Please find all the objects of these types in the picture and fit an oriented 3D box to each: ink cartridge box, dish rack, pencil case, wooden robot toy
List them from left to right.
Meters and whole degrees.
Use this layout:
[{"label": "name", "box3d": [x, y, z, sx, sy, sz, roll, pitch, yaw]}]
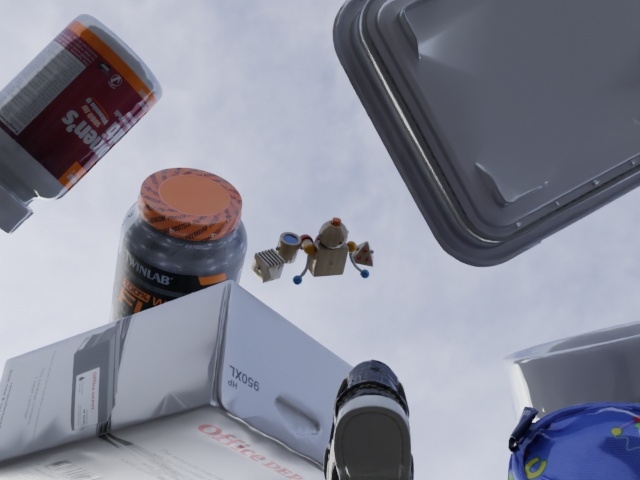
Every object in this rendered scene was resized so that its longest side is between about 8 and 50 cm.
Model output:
[{"label": "ink cartridge box", "box3d": [-0.179, 0.228, 1.202, 0.395, 0.166, 0.285, -20, -40, 30]}, {"label": "wooden robot toy", "box3d": [0.000, 0.000, 1.166, 0.173, 0.076, 0.079, -4, -50, -25]}, {"label": "dish rack", "box3d": [0.208, -0.162, 0.881, 0.333, 0.072, 0.285, -27, -94, -16]}, {"label": "pencil case", "box3d": [0.191, 0.246, 0.595, 0.133, 0.119, 0.306, -22, -64, -21]}]

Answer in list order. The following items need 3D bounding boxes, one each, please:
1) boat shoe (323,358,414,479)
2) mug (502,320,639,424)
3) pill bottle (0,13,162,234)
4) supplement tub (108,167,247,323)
[{"label": "boat shoe", "box3d": [0.022, 0.112, 0.447, 0.046, 0.038, 0.125, -1, -57, 4]}, {"label": "mug", "box3d": [0.391, 0.270, 1.159, 0.276, 0.374, 0.328, -14, -96, 6]}, {"label": "pill bottle", "box3d": [-0.280, -0.118, 0.991, 0.121, 0.121, 0.221, 44, -98, -7]}, {"label": "supplement tub", "box3d": [-0.222, 0.057, 1.483, 0.194, 0.193, 0.316, 16, -56, 3]}]
